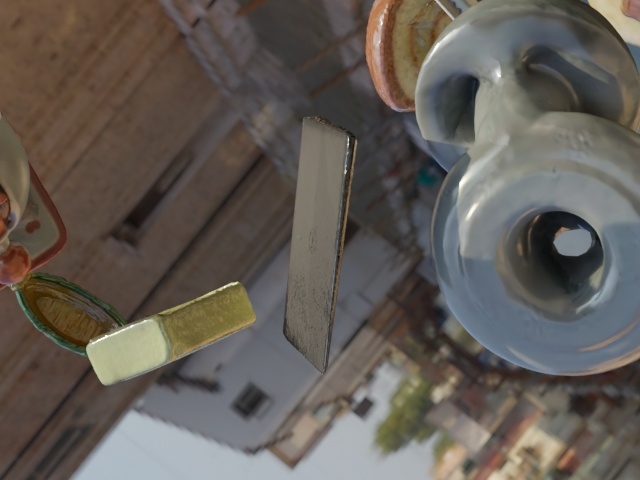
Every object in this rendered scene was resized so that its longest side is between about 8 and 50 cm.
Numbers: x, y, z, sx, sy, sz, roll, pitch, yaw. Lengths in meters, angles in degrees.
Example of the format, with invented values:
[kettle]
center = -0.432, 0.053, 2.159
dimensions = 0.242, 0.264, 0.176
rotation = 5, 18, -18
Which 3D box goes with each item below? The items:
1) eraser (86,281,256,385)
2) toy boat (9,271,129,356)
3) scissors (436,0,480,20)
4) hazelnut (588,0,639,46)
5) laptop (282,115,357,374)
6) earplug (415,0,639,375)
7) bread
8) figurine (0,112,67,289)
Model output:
[eraser]
center = -0.164, 0.103, 1.554
dimensions = 0.172, 0.117, 0.058
rotation = -21, -90, -59
[toy boat]
center = -0.346, 0.101, 1.942
dimensions = 0.229, 0.089, 0.088
rotation = 30, 150, -7
[scissors]
center = 0.120, -0.301, 1.554
dimensions = 0.242, 0.030, 0.118
rotation = 48, -142, -8
[hazelnut]
center = 0.381, -0.330, 1.437
dimensions = 0.241, 0.261, 0.261
rotation = 38, 179, -22
[laptop]
center = 0.000, 0.000, 1.150
dimensions = 0.016, 0.197, 0.135
rotation = 3, -169, -16
[earplug]
center = 0.187, -0.053, 1.133
dimensions = 0.175, 0.214, 0.325
rotation = 24, -129, -61
[bread]
center = 0.159, -0.308, 2.137
dimensions = 0.123, 0.190, 0.244
rotation = -135, 32, -72
[figurine]
center = -0.271, -0.040, 1.004
dimensions = 0.183, 0.160, 0.226
rotation = 60, 163, -8
